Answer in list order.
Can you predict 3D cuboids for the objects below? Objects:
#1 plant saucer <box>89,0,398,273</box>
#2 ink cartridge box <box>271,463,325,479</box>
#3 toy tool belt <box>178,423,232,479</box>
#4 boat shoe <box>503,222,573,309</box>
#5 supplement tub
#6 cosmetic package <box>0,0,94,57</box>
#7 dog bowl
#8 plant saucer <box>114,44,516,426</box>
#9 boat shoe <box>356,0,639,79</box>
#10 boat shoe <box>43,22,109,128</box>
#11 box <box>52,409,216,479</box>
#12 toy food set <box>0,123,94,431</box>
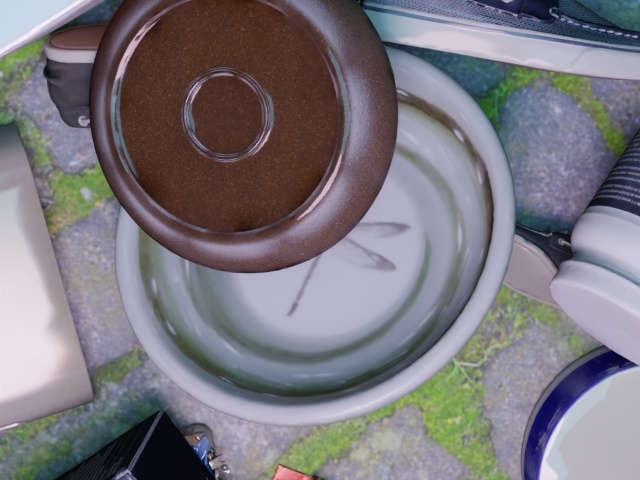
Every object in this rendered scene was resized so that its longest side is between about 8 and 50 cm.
[{"bbox_3d":[-0.082,-0.119,1.724,0.311,0.050,0.310,3,99,16],"label":"plant saucer"},{"bbox_3d":[-0.002,0.286,1.948,0.115,0.029,0.063,21,98,-6],"label":"ink cartridge box"},{"bbox_3d":[-0.124,0.234,1.924,0.052,0.051,0.083,-24,100,2],"label":"toy tool belt"},{"bbox_3d":[0.246,0.025,1.911,0.206,0.075,0.065,29,54,-1],"label":"boat shoe"},{"bbox_3d":[0.365,-0.021,1.800,0.191,0.191,0.272,37,78,-7],"label":"supplement tub"},{"bbox_3d":[-0.224,-0.287,1.631,0.230,0.453,0.161,-31,99,4],"label":"cosmetic package"},{"bbox_3d":[0.345,0.240,1.917,0.265,0.104,0.265,0,99,-2],"label":"dog bowl"},{"bbox_3d":[0.000,0.000,1.815,0.400,0.100,0.400,-6,66,14],"label":"plant saucer"},{"bbox_3d":[0.189,-0.253,1.819,0.340,0.127,0.158,9,95,-4],"label":"boat shoe"},{"bbox_3d":[-0.109,-0.157,1.817,0.335,0.112,0.095,3,120,15],"label":"boat shoe"},{"bbox_3d":[-0.198,0.408,1.863,0.312,0.179,0.343,-33,99,13],"label":"box"},{"bbox_3d":[-0.374,0.058,1.878,0.220,0.092,0.306,-17,101,-11],"label":"toy food set"}]
